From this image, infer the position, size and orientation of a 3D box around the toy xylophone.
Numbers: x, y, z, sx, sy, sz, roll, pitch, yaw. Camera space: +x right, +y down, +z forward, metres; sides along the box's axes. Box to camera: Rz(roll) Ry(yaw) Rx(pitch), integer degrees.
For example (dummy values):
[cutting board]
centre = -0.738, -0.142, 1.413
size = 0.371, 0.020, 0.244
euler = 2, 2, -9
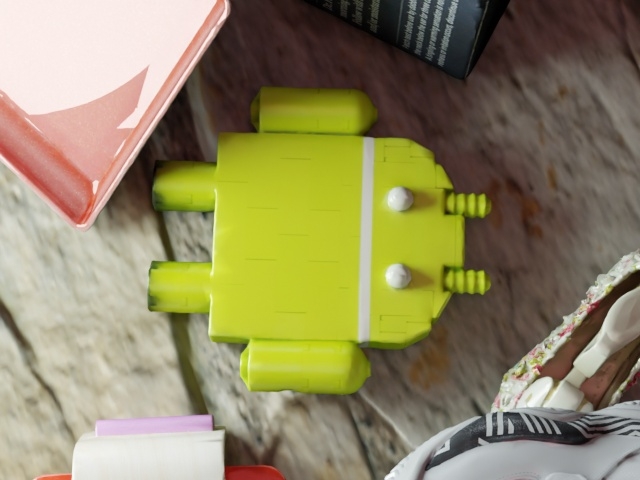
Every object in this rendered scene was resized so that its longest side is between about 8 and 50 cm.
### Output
[toy xylophone]
centre = -0.151, 0.285, 1.300
size = 0.236, 0.081, 0.323
euler = 5, 79, 1

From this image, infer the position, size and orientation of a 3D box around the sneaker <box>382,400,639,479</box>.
[sneaker]
centre = 0.219, 0.221, 1.231
size = 0.365, 0.210, 0.137
euler = -8, 120, -9

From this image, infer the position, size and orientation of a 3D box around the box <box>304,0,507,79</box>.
[box]
centre = 0.024, -0.461, 1.338
size = 0.471, 0.297, 0.480
euler = 28, 80, 4

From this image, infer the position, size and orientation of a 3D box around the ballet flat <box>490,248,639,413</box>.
[ballet flat]
centre = 0.202, 0.101, 1.341
size = 0.091, 0.077, 0.241
euler = 34, 81, 5

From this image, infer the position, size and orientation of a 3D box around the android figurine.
[android figurine]
centre = 0.000, 0.000, 1.372
size = 0.272, 0.056, 0.248
euler = 3, 79, 2

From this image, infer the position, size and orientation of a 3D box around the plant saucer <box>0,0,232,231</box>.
[plant saucer]
centre = -0.210, -0.180, 1.345
size = 0.259, 0.048, 0.258
euler = 43, 124, 8
